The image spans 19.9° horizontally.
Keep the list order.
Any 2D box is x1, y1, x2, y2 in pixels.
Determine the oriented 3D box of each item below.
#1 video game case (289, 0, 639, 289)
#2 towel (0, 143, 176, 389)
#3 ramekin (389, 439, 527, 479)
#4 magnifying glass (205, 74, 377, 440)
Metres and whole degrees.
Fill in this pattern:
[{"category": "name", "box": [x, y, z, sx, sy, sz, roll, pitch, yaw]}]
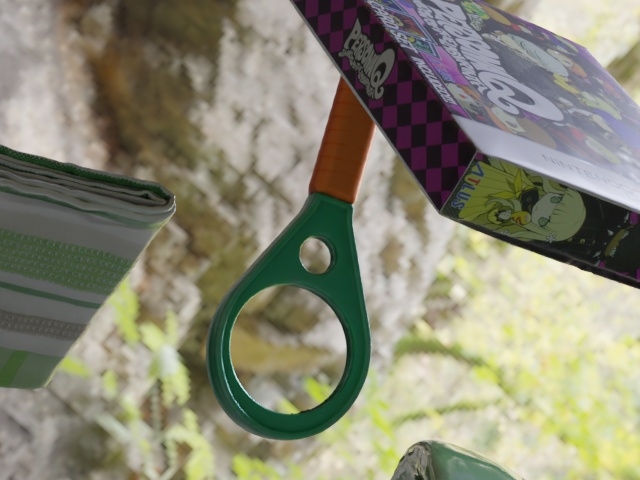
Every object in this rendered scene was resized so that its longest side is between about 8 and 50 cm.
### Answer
[{"category": "video game case", "box": [0.104, -0.062, 0.933, 0.210, 0.042, 0.232, 19, 25, -33]}, {"category": "towel", "box": [-0.144, 0.017, 0.815, 0.113, 0.152, 0.023, 14, 46, -26]}, {"category": "ramekin", "box": [0.074, 0.217, 0.505, 0.148, 0.303, 0.303, 10, 23, -2]}, {"category": "magnifying glass", "box": [0.000, 0.000, 1.027, 0.092, 0.231, 0.026, 20, -16, -17]}]
